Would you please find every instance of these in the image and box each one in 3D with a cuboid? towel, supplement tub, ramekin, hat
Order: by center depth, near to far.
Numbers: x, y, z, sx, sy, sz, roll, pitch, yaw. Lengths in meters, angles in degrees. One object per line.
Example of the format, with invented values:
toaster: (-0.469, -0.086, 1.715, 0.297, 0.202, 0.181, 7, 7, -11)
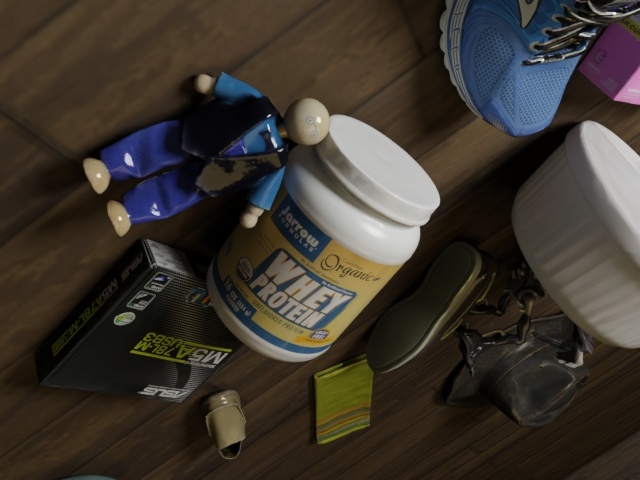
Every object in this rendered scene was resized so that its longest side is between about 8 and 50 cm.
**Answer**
supplement tub: (0.000, 0.000, 0.615, 0.144, 0.144, 0.200, 10, 128, -43)
ramekin: (0.344, 0.001, 0.779, 0.272, 0.273, 0.127, 9, 140, -43)
towel: (0.039, 0.260, 1.068, 0.102, 0.021, 0.237, -21, 143, -15)
hat: (0.404, 0.272, 1.255, 0.331, 0.134, 0.331, -20, 144, -15)

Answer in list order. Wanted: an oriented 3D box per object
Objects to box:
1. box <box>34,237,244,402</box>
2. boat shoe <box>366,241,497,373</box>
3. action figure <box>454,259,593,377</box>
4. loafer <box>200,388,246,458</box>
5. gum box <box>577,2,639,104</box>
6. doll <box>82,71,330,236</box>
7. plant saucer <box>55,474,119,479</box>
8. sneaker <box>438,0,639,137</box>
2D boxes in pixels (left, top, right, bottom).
box: (-0.163, 0.094, 0.698, 0.184, 0.045, 0.190, -45, 142, 16)
boat shoe: (0.151, 0.101, 0.904, 0.068, 0.081, 0.228, 17, 121, -42)
action figure: (0.320, 0.091, 0.958, 0.275, 0.164, 0.141, -21, 132, 2)
loafer: (-0.127, 0.254, 0.914, 0.056, 0.050, 0.148, -21, 144, -13)
gum box: (0.385, -0.203, 0.719, 0.188, 0.062, 0.107, -2, 136, -35)
doll: (-0.081, -0.065, 0.527, 0.189, 0.046, 0.129, -22, 110, -1)
plant saucer: (-0.348, 0.363, 0.897, 0.194, 0.037, 0.195, -19, 144, -15)
sneaker: (0.185, -0.197, 0.509, 0.129, 0.147, 0.330, -22, 145, -12)
